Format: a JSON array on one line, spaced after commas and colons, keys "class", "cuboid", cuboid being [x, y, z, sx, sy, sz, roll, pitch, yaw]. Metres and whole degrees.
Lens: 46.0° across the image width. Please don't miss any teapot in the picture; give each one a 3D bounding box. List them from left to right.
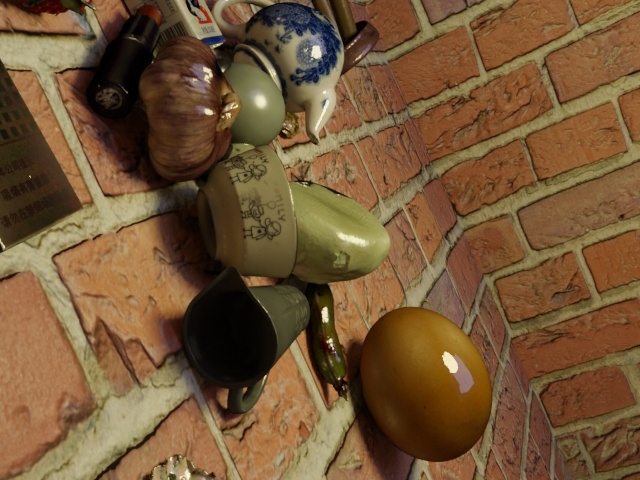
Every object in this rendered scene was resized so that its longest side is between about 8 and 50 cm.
[{"class": "teapot", "cuboid": [-0.097, -0.405, 1.728, 0.424, 0.280, 0.252, 52, -22, 9]}]

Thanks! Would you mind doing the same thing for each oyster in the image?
[{"class": "oyster", "cuboid": [-0.173, 0.379, 0.978, 0.133, 0.072, 0.209, 18, 32, -55]}, {"class": "oyster", "cuboid": [-0.107, -0.415, 1.920, 0.128, 0.078, 0.345, 19, 53, -51]}]

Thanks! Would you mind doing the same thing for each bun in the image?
[{"class": "bun", "cuboid": [0.000, 0.000, 1.597, 0.283, 0.179, 0.283, 24, 22, -10]}]

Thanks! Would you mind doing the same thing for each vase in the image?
[{"class": "vase", "cuboid": [-0.106, 0.154, 1.269, 0.301, 0.156, 0.251, -15, 110, -75]}]

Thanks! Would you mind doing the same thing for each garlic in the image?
[{"class": "garlic", "cuboid": [-0.210, -0.222, 1.267, 0.245, 0.160, 0.245, -3, 90, -88]}]

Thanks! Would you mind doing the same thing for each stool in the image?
[{"class": "stool", "cuboid": [0.005, -0.543, 2.031, 0.178, 0.272, 0.272, 54, 25, -23]}]

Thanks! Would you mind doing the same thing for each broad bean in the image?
[{"class": "broad bean", "cuboid": [0.006, 0.178, 1.594, 0.077, 0.061, 0.339, 42, 33, -57]}]

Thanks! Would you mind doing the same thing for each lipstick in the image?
[{"class": "lipstick", "cuboid": [-0.323, -0.315, 1.281, 0.081, 0.081, 0.300, 51, 28, -35]}]

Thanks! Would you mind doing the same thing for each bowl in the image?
[{"class": "bowl", "cuboid": [-0.135, -0.039, 1.291, 0.238, 0.126, 0.238, 168, -90, -69]}]

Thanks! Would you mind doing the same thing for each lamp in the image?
[{"class": "lamp", "cuboid": [-0.161, -0.222, 1.463, 0.198, 0.197, 0.244, 15, 77, -64]}]

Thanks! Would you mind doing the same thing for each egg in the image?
[{"class": "egg", "cuboid": [0.232, 0.318, 1.692, 0.351, 0.282, 0.282, 63, 19, 18]}]

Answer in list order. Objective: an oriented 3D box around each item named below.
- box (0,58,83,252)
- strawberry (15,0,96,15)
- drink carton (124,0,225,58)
[{"class": "box", "cuboid": [-0.428, -0.150, 0.917, 0.325, 0.047, 0.180, 64, 21, -11]}, {"class": "strawberry", "cuboid": [-0.431, -0.445, 1.138, 0.174, 0.098, 0.228, 29, 39, -59]}, {"class": "drink carton", "cuboid": [-0.319, -0.496, 1.444, 0.315, 0.106, 0.130, 62, 20, -10]}]
